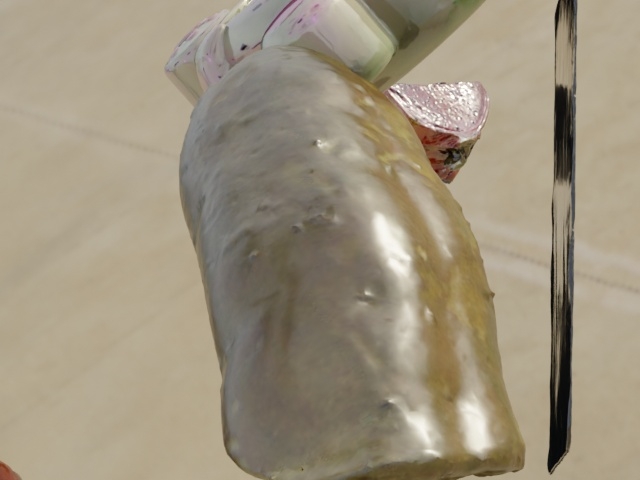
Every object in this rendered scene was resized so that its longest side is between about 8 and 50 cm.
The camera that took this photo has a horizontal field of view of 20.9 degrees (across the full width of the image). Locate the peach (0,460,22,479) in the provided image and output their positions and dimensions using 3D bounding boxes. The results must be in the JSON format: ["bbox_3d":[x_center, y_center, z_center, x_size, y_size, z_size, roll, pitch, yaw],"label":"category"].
[{"bbox_3d":[-0.282,0.209,1.174,0.190,0.192,0.190,13,8,-2],"label":"peach"}]

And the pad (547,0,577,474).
[{"bbox_3d":[0.073,-0.011,0.527,0.003,0.157,0.112,2,-11,5],"label":"pad"}]

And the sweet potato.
[{"bbox_3d":[0.000,0.000,0.919,0.158,0.158,0.369,-27,49,11],"label":"sweet potato"}]

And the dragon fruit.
[{"bbox_3d":[0.108,-0.100,1.760,0.147,0.096,0.102,-9,-22,-25],"label":"dragon fruit"}]

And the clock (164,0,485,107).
[{"bbox_3d":[0.032,-0.185,1.227,0.284,0.114,0.309,-44,10,-8],"label":"clock"}]
